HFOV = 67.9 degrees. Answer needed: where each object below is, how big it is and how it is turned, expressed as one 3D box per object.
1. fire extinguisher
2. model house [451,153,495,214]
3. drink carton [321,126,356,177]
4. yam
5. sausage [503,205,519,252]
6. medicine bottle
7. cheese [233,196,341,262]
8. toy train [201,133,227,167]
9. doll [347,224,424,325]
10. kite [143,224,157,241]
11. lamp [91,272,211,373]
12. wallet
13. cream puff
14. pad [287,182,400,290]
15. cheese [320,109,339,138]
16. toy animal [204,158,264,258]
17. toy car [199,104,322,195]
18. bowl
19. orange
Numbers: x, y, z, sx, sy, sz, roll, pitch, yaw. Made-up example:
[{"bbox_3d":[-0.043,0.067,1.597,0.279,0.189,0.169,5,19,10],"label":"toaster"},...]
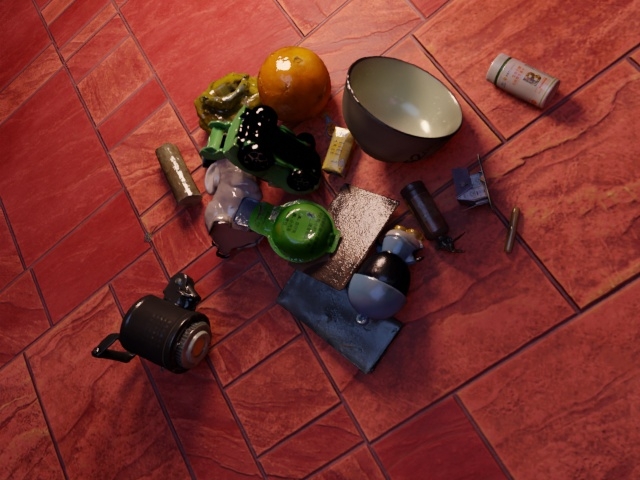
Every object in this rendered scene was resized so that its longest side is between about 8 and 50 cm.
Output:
[{"bbox_3d":[0.323,-0.058,1.359,0.075,0.106,0.252,-19,71,-20],"label":"fire extinguisher"},{"bbox_3d":[0.424,-0.145,1.335,0.088,0.117,0.167,-15,78,21],"label":"model house"},{"bbox_3d":[0.072,-0.305,1.516,0.084,0.074,0.200,17,87,22],"label":"drink carton"},{"bbox_3d":[-0.514,-0.239,1.712,0.093,0.093,0.259,-33,70,12],"label":"yam"},{"bbox_3d":[0.532,-0.031,1.319,0.024,0.024,0.132,11,85,22],"label":"sausage"},{"bbox_3d":[0.574,-0.454,1.351,0.183,0.086,0.086,37,94,22],"label":"medicine bottle"},{"bbox_3d":[-0.099,-0.045,1.416,0.320,0.083,0.204,18,69,7],"label":"cheese"},{"bbox_3d":[-0.357,-0.316,1.608,0.052,0.234,0.051,-3,72,-25],"label":"toy train"},{"bbox_3d":[0.186,0.103,1.353,0.177,0.141,0.314,20,69,35],"label":"doll"},{"bbox_3d":[-0.633,-0.027,1.762,0.044,0.002,0.078,20,89,22],"label":"kite"},{"bbox_3d":[-0.497,0.312,1.536,0.272,0.205,0.374,37,83,26],"label":"lamp"},{"bbox_3d":[0.049,0.217,1.441,0.379,0.046,0.191,35,94,21],"label":"wallet"},{"bbox_3d":[-0.308,-0.465,1.629,0.281,0.185,0.282,-2,83,19],"label":"cream puff"},{"bbox_3d":[0.068,-0.022,1.423,0.220,0.004,0.330,23,71,35],"label":"pad"},{"bbox_3d":[0.033,-0.383,1.575,0.047,0.017,0.111,-24,72,12],"label":"cheese"},{"bbox_3d":[-0.286,-0.149,1.578,0.258,0.194,0.357,-31,52,37],"label":"toy animal"},{"bbox_3d":[-0.165,-0.270,1.466,0.176,0.358,0.213,-35,40,39],"label":"toy car"},{"bbox_3d":[0.210,-0.351,1.377,0.354,0.353,0.185,53,143,20],"label":"bowl"},{"bbox_3d":[-0.085,-0.498,1.527,0.240,0.240,0.240,-4,79,20],"label":"orange"}]
